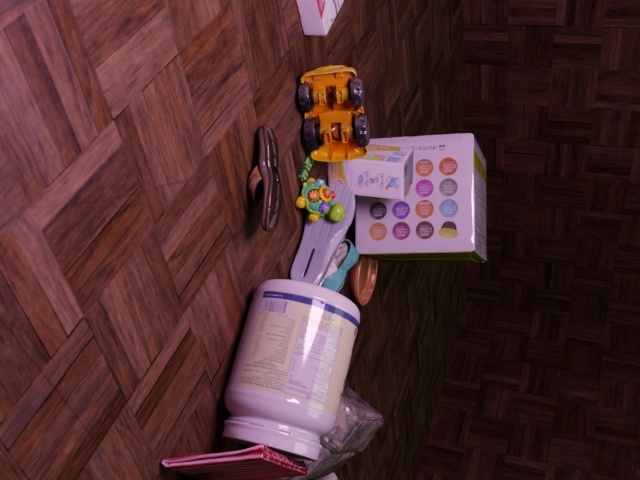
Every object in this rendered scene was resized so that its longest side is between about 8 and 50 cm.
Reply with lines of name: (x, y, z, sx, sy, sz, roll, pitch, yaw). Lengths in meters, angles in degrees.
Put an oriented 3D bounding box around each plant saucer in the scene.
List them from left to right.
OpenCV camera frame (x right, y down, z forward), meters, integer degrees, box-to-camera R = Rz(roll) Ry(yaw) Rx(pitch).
plant saucer: (0.132, 0.099, 2.272, 0.200, 0.037, 0.200, 9, 90, -70)

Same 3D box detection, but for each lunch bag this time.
lunch bag: (-0.024, 0.450, 1.723, 0.256, 0.212, 0.305, -53, 158, -2)

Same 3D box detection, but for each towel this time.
towel: (-0.152, 0.425, 1.394, 0.275, 0.198, 0.031, 55, 27, -62)

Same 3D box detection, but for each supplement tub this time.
supplement tub: (-0.062, 0.266, 1.513, 0.235, 0.235, 0.325, 54, 47, -62)

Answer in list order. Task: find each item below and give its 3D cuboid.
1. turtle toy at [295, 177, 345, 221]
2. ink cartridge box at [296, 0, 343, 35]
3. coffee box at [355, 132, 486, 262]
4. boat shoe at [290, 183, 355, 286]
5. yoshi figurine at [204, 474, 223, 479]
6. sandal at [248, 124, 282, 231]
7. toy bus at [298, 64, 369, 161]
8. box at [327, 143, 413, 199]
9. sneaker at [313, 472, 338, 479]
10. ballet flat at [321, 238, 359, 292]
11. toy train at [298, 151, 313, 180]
turtle toy: (0.004, -0.093, 1.755, 0.130, 0.066, 0.095, 46, 46, -23)
ink cartridge box: (0.000, -0.539, 1.647, 0.099, 0.056, 0.135, 72, 33, -49)
coffee box: (0.306, -0.107, 2.177, 0.338, 0.337, 0.335, 19, 71, -71)
boat shoe: (0.000, 0.000, 1.813, 0.094, 0.109, 0.302, 94, 20, -66)
yoshi figurine: (-0.215, 0.614, 1.298, 0.203, 0.203, 0.362, 47, 62, -40)
sandal: (-0.118, -0.124, 1.488, 0.090, 0.060, 0.220, 19, 65, -76)
toy bus: (0.041, -0.327, 1.738, 0.211, 0.149, 0.220, -77, 161, -53)
box: (0.132, -0.184, 1.923, 0.114, 0.203, 0.103, -56, 148, -54)
sneaker: (-0.015, 0.706, 2.005, 0.235, 0.094, 0.153, -52, 154, -38)
ballet flat: (0.030, 0.070, 1.948, 0.087, 0.083, 0.247, 63, 32, -17)
toy train: (-0.033, -0.177, 1.748, 0.024, 0.017, 0.083, 58, 42, -45)
